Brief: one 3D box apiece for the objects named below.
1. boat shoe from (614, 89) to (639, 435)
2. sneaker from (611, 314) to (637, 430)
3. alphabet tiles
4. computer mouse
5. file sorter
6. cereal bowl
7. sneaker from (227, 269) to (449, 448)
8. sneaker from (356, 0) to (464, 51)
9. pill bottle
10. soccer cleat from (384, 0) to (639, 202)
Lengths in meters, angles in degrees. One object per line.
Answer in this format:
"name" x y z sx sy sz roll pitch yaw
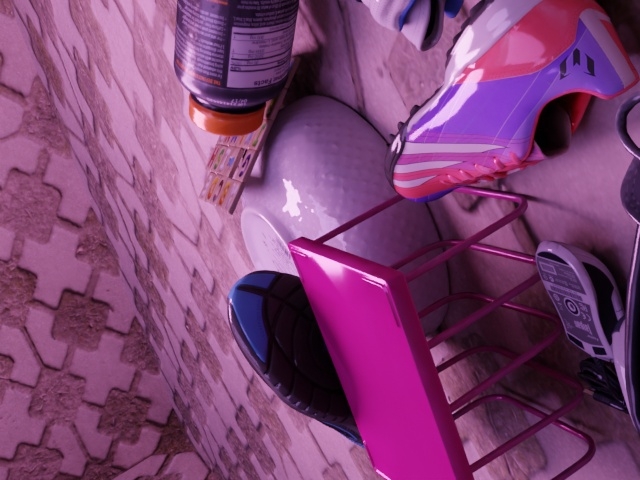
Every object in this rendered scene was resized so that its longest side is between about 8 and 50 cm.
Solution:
"boat shoe" 0.259 -0.041 0.486 0.187 0.156 0.500 44 152 41
"sneaker" 0.312 0.168 0.741 0.091 0.094 0.258 -174 64 -79
"alphabet tiles" -0.099 -0.136 1.167 0.009 0.198 0.237 23 180 -19
"computer mouse" 0.249 0.074 0.813 0.106 0.042 0.193 28 147 62
"file sorter" 0.131 0.108 0.924 0.202 0.182 0.290 19 133 62
"cereal bowl" 0.000 0.000 1.147 0.339 0.141 0.339 49 157 30
"sneaker" 0.002 0.159 1.069 0.341 0.125 0.140 44 155 -27
"sneaker" 0.018 -0.264 0.780 0.323 0.130 0.236 3 115 59
"pill bottle" -0.091 -0.235 0.993 0.130 0.130 0.245 45 139 35
"soccer cleat" 0.142 -0.091 0.762 0.116 0.108 0.318 52 155 11
